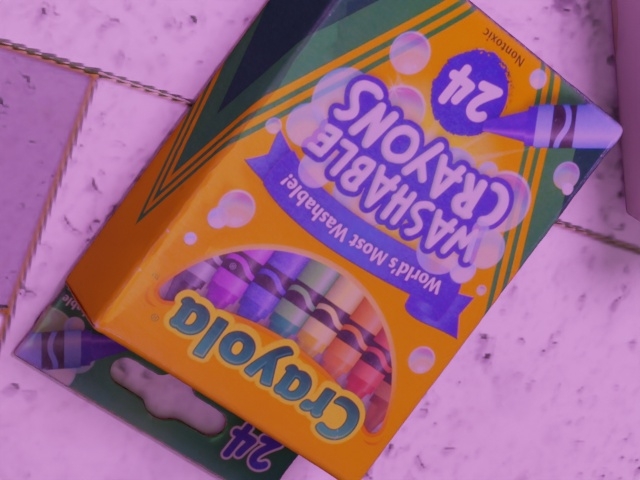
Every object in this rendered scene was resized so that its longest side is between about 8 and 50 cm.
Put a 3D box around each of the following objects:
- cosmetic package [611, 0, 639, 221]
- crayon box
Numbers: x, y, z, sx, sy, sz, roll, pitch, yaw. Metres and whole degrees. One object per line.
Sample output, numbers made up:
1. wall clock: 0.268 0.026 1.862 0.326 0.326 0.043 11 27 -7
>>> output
1. cosmetic package: 0.266 -0.160 1.101 0.160 0.113 0.309 -13 113 -16
2. crayon box: 0.000 0.000 1.073 0.203 0.083 0.323 35 94 -27
